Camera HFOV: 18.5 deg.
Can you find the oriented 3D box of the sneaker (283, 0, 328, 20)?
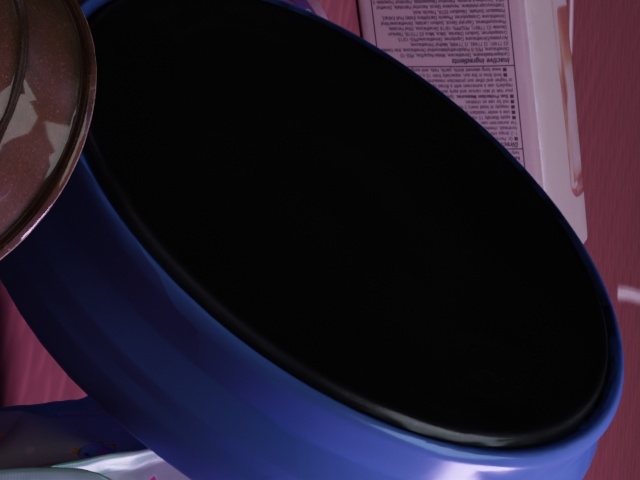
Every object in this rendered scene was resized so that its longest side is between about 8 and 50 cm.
[{"bbox_3d":[-0.006,-0.085,1.404,0.104,0.095,0.236,-77,155,-46],"label":"sneaker"}]

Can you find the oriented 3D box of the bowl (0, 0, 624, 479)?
[{"bbox_3d":[0.000,0.000,1.078,0.077,0.391,0.391,-53,177,30],"label":"bowl"}]

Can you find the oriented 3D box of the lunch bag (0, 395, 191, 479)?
[{"bbox_3d":[-0.145,0.197,0.975,0.262,0.160,0.223,-6,101,-57],"label":"lunch bag"}]

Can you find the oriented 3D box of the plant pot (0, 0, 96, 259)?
[{"bbox_3d":[-0.207,-0.082,0.816,0.165,0.167,0.167,38,56,-55],"label":"plant pot"}]

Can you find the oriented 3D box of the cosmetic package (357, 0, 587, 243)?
[{"bbox_3d":[0.132,-0.116,1.660,0.129,0.153,0.296,-46,134,-58],"label":"cosmetic package"}]
